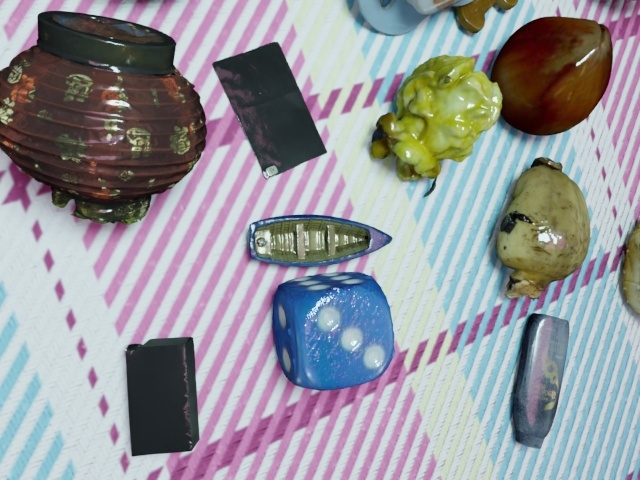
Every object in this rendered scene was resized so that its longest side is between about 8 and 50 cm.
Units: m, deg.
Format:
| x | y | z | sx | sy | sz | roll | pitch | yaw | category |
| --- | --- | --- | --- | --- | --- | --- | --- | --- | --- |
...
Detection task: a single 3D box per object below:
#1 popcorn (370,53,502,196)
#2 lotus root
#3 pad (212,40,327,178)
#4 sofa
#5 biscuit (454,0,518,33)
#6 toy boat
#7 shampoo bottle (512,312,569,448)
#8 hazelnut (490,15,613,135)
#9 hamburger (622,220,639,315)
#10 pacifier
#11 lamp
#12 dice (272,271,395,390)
| x | y | z | sx | sy | sz | roll | pitch | yaw | category |
| --- | --- | --- | --- | --- | --- | --- | --- | --- | --- |
| 0.186 | -0.185 | 0.758 | 0.173 | 0.168 | 0.195 | 32 | 87 | -54 | popcorn |
| 0.385 | -0.023 | 0.835 | 0.154 | 0.140 | 0.256 | 17 | 76 | -25 | lotus root |
| -0.075 | -0.203 | 0.745 | 0.116 | 0.004 | 0.193 | -26 | 96 | -20 | pad |
| -0.214 | 0.209 | 0.656 | 0.085 | 0.060 | 0.147 | -5 | 89 | -3 | sofa |
| 0.302 | -0.472 | 0.878 | 0.138 | 0.031 | 0.205 | 45 | 76 | -7 | biscuit |
| 0.000 | 0.000 | 0.742 | 0.229 | 0.046 | 0.080 | -2 | 88 | -20 | toy boat |
| 0.397 | 0.252 | 0.873 | 0.087 | 0.049 | 0.233 | 16 | 82 | -17 | shampoo bottle |
| 0.403 | -0.286 | 0.817 | 0.208 | 0.208 | 0.208 | 1 | 87 | -20 | hazelnut |
| 0.734 | 0.043 | 0.959 | 0.286 | 0.146 | 0.243 | -36 | 94 | -11 | hamburger |
| 0.162 | -0.474 | 0.763 | 0.279 | 0.227 | 0.207 | -26 | 53 | -2 | pacifier |
| -0.253 | -0.137 | 0.567 | 0.247 | 0.247 | 0.247 | 1 | 87 | -20 | lamp |
| 0.013 | 0.126 | 0.691 | 0.146 | 0.143 | 0.146 | -7 | 94 | -21 | dice |
